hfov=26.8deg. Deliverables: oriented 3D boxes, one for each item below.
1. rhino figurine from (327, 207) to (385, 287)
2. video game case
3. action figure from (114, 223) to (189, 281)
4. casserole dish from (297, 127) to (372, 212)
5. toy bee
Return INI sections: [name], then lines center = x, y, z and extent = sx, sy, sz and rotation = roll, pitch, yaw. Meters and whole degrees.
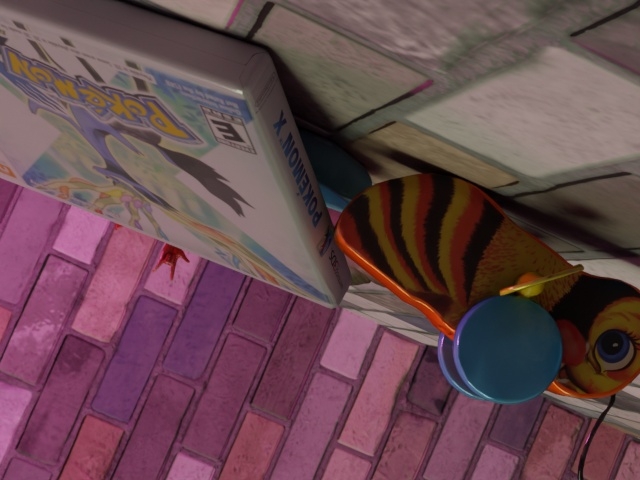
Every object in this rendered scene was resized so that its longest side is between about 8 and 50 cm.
[rhino figurine]
center = 0.000, 0.000, 1.165
extent = 0.243, 0.073, 0.106
rotation = 8, 169, 34
[video game case]
center = -0.150, -0.080, 0.927
extent = 0.329, 0.036, 0.300
rotation = 20, 159, 21
[action figure]
center = -0.192, -0.058, 1.230
extent = 0.280, 0.139, 0.091
rotation = 22, 176, -7
[casserole dish]
center = -0.039, -0.066, 1.004
extent = 0.188, 0.037, 0.114
rotation = 19, 173, 29
[toy bee]
center = 0.155, 0.052, 0.911
extent = 0.298, 0.162, 0.195
rotation = 52, 173, -19
